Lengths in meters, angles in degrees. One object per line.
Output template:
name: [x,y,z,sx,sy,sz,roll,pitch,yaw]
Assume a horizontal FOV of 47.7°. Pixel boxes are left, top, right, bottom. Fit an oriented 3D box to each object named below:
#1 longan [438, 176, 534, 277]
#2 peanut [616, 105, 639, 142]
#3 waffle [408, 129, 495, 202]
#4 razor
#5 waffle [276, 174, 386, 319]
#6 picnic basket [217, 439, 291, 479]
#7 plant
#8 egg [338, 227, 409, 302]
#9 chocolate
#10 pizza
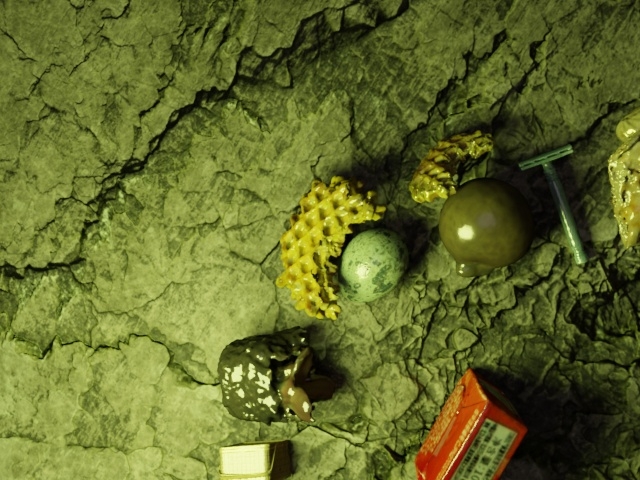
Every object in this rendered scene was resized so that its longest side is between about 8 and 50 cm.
longan: [0.321,-0.020,1.416,0.185,0.159,0.204,25,102,13]
peanut: [0.666,-0.226,1.384,0.187,0.082,0.082,-3,87,13]
waffle: [0.255,-0.151,1.438,0.149,0.194,0.051,-9,126,47]
razor: [0.480,-0.065,1.438,0.106,0.068,0.232,-19,90,13]
waffle: [0.000,0.000,1.470,0.260,0.069,0.293,31,100,54]
picnic basket: [-0.135,0.461,1.502,0.115,0.164,0.079,-8,77,12]
plant: [-0.088,0.279,1.484,0.234,0.204,0.178,-7,96,23]
egg: [0.104,0.053,1.477,0.132,0.132,0.172,41,110,11]
chocolate: [0.280,0.390,1.376,0.108,0.235,0.237,30,95,1]
pizza: [0.637,-0.119,1.354,0.189,0.071,0.297,31,115,-4]
